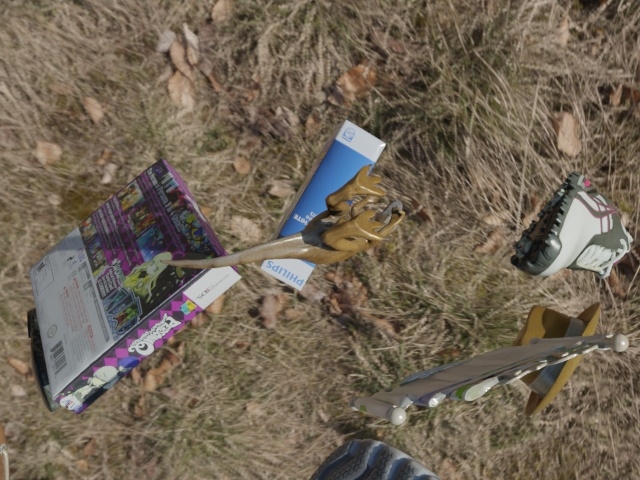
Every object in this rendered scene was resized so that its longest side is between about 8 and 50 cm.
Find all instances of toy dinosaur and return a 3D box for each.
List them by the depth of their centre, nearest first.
[{"bbox_3d":[0.000,0.000,0.554,0.112,0.212,0.064,-46,61,49],"label":"toy dinosaur"}]

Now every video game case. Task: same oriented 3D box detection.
[{"bbox_3d":[-0.209,0.035,0.766,0.210,0.042,0.232,-41,40,1],"label":"video game case"}]

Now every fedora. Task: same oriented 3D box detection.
[{"bbox_3d":[0.297,0.142,0.963,0.079,0.194,0.194,31,95,13],"label":"fedora"}]

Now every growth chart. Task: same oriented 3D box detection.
[{"bbox_3d":[0.151,0.126,0.683,0.237,0.172,0.021,-16,86,-9],"label":"growth chart"}]

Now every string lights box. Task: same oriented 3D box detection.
[{"bbox_3d":[-0.001,-0.056,1.145,0.077,0.133,0.259,30,91,-7],"label":"string lights box"}]

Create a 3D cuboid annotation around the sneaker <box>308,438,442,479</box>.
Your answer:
[{"bbox_3d":[0.109,0.207,0.372,0.105,0.115,0.281,-46,41,-8],"label":"sneaker"}]

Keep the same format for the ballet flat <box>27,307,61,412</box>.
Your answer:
[{"bbox_3d":[-0.355,0.149,0.947,0.173,0.049,0.057,-118,31,-41],"label":"ballet flat"}]

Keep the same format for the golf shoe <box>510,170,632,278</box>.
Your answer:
[{"bbox_3d":[0.315,-0.008,0.865,0.120,0.273,0.105,41,121,12],"label":"golf shoe"}]

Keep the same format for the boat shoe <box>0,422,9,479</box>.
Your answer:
[{"bbox_3d":[-0.405,0.325,0.796,0.123,0.116,0.324,28,116,7],"label":"boat shoe"}]
